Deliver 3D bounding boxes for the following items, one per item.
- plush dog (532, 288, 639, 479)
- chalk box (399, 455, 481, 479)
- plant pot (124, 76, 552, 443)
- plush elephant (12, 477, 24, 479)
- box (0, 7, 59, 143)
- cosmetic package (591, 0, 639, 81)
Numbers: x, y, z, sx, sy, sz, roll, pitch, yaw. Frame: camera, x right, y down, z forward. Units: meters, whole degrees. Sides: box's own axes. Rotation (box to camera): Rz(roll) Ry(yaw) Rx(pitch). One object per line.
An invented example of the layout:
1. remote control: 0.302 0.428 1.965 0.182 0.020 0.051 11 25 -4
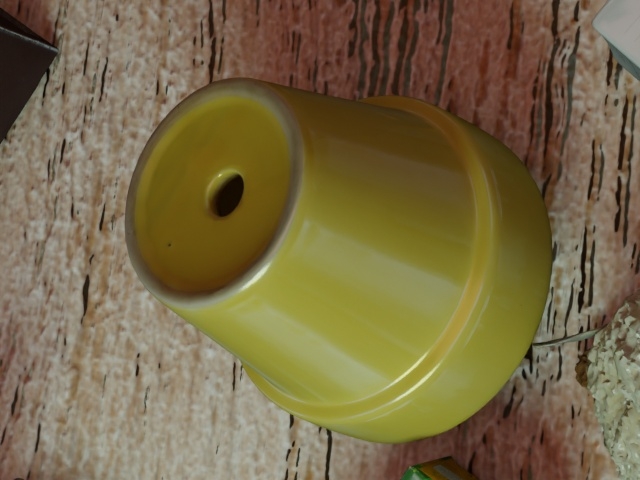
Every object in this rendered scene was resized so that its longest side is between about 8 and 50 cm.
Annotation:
1. plush dog: 0.275 0.160 1.156 0.210 0.262 0.225 -30 65 47
2. chalk box: 0.076 0.287 1.232 0.132 0.132 0.213 34 96 17
3. plant pot: 0.000 0.000 1.176 0.254 0.239 0.254 -15 65 35
4. plush elephant: -0.279 0.323 1.273 0.272 0.255 0.330 -37 77 12
5. box: -0.364 -0.131 1.374 0.168 0.167 0.203 36 97 16
6. cosmetic package: 0.318 -0.140 1.176 0.183 0.151 0.151 44 99 16
